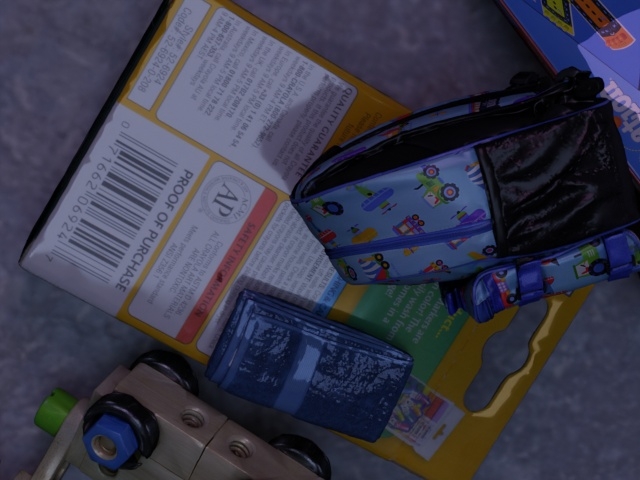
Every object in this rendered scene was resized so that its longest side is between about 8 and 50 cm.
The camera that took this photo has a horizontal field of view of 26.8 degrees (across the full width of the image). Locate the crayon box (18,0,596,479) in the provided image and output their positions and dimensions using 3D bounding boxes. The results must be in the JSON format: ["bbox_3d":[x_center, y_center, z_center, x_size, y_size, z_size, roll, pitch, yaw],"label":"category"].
[{"bbox_3d":[0.000,0.000,0.862,0.323,0.083,0.203,30,97,-13],"label":"crayon box"}]

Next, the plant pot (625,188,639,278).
[{"bbox_3d":[0.286,-0.023,0.864,0.165,0.167,0.167,-15,105,2],"label":"plant pot"}]

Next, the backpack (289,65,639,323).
[{"bbox_3d":[0.075,-0.019,0.745,0.173,0.158,0.117,-18,97,-1],"label":"backpack"}]

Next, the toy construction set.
[{"bbox_3d":[-0.098,0.203,0.872,0.327,0.151,0.215,23,124,-5],"label":"toy construction set"}]

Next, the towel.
[{"bbox_3d":[-0.006,0.078,0.820,0.119,0.029,0.067,21,101,-12],"label":"towel"}]

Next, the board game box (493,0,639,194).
[{"bbox_3d":[0.202,-0.139,0.814,0.145,0.027,0.281,-34,74,1],"label":"board game box"}]
